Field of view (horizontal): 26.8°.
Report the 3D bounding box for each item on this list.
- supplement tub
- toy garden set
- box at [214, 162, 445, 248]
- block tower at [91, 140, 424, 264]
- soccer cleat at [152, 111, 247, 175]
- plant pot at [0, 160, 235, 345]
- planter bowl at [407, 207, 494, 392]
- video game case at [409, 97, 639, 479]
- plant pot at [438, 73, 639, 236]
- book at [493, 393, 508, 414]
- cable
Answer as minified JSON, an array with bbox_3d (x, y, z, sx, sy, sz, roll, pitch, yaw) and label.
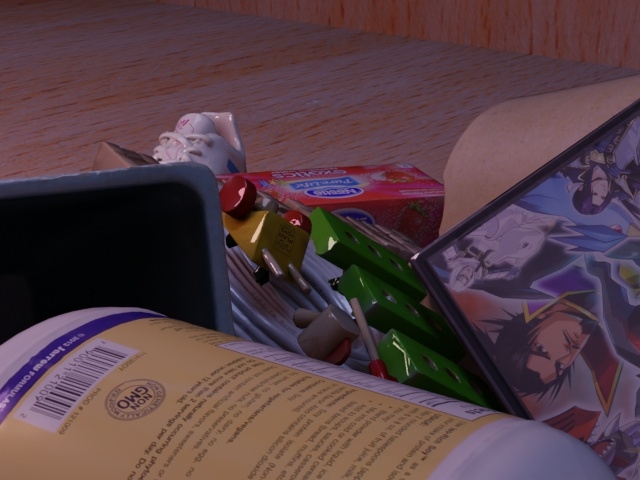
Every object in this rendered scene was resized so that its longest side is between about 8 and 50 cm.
[{"bbox_3d":[-0.004,0.176,0.596,0.331,0.241,0.241,14,21,31],"label":"supplement tub"},{"bbox_3d":[0.030,0.068,0.902,0.204,0.049,0.244,31,20,-41],"label":"toy garden set"},{"bbox_3d":[0.000,0.000,1.351,0.257,0.123,0.128,-4,19,-21],"label":"box"},{"bbox_3d":[-0.046,0.008,1.193,0.335,0.091,0.097,17,11,-28],"label":"block tower"},{"bbox_3d":[-0.164,-0.062,1.493,0.116,0.143,0.331,6,18,10],"label":"soccer cleat"},{"bbox_3d":[-0.214,0.092,0.865,0.248,0.247,0.252,-7,1,-27],"label":"plant pot"},{"bbox_3d":[0.131,0.050,1.054,0.109,0.162,0.162,-9,20,-23],"label":"planter bowl"},{"bbox_3d":[0.230,0.050,0.891,0.275,0.248,0.035,58,8,26],"label":"video game case"},{"bbox_3d":[0.286,-0.020,1.205,0.334,0.334,0.305,-11,10,-36],"label":"plant pot"},{"bbox_3d":[0.156,0.148,1.055,0.096,0.035,0.144,-14,22,-40],"label":"book"},{"bbox_3d":[-0.034,0.063,1.010,0.257,0.089,0.257,42,15,-5],"label":"cable"}]
